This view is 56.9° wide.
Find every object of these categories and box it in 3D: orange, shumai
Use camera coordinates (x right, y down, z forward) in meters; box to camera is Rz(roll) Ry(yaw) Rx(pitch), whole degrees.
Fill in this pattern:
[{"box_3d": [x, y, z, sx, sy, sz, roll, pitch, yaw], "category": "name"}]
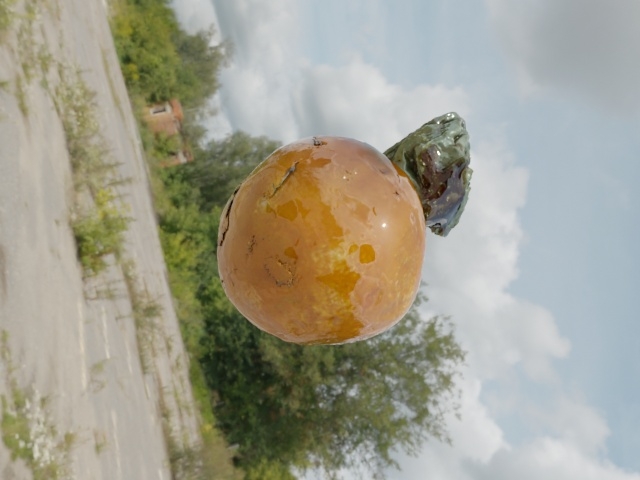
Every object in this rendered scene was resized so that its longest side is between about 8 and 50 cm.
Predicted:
[{"box_3d": [0.000, 0.000, 0.681, 0.246, 0.246, 0.246, 166, -90, -77], "category": "orange"}, {"box_3d": [0.168, -0.083, 0.840, 0.142, 0.184, 0.184, 61, -16, 16], "category": "shumai"}]
